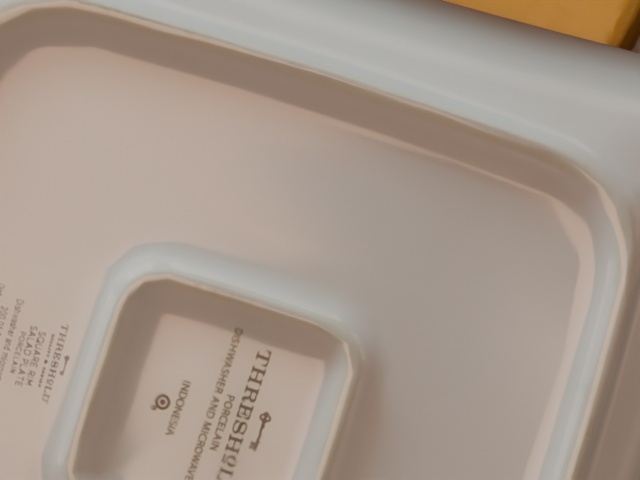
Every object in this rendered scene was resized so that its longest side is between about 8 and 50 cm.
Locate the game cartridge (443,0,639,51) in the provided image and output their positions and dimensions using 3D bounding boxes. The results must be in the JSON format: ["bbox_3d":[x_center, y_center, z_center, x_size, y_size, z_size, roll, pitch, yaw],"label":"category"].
[{"bbox_3d":[-0.061,-0.095,0.613,0.323,0.052,0.285,29,95,11],"label":"game cartridge"}]

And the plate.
[{"bbox_3d":[-0.031,0.049,0.521,0.278,0.045,0.277,17,89,0],"label":"plate"}]
